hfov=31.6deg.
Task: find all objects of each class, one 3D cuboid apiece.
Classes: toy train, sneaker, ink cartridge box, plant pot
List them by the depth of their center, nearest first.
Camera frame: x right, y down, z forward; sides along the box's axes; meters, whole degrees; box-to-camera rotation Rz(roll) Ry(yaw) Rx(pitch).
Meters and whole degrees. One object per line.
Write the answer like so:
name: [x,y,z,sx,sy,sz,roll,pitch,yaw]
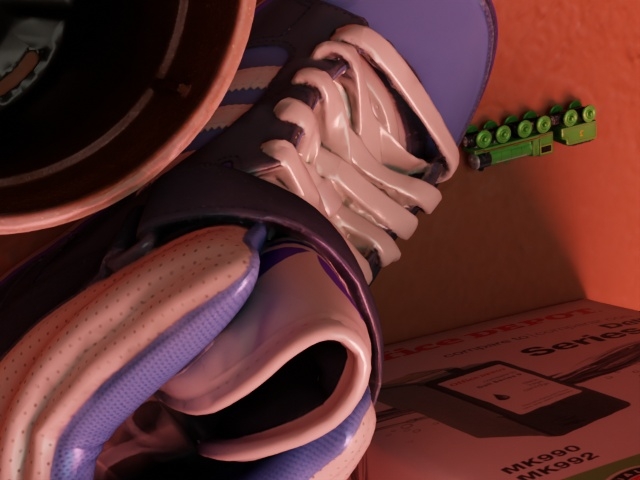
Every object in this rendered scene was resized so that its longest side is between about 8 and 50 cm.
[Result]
plant pot: [-0.128,-0.096,0.396,0.167,0.165,0.167,-4,100,-24]
sneaker: [-0.001,0.000,0.428,0.323,0.236,0.130,-43,112,-13]
ink cartridge box: [0.121,0.117,0.475,0.211,0.289,0.121,-10,99,-23]
toy train: [0.110,-0.055,0.594,0.083,0.017,0.023,-15,114,-22]
